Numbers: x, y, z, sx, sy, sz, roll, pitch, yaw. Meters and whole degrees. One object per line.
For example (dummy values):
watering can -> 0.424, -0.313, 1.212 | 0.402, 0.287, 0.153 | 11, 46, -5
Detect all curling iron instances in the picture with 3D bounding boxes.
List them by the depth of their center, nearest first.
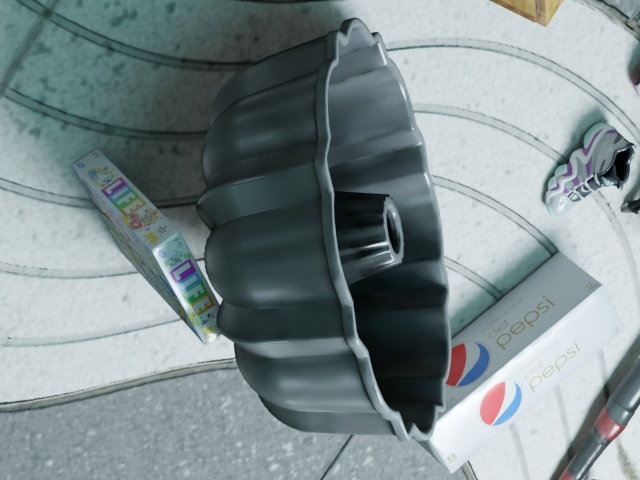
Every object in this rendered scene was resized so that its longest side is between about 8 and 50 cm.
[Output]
curling iron -> 0.300, 0.178, 1.918 | 0.068, 0.035, 0.274 | 13, 109, -41

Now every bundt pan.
bundt pan -> 0.000, 0.000, 1.484 | 0.124, 0.331, 0.331 | -9, 129, 18

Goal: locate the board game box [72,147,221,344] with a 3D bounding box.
board game box -> -0.130, 0.003, 1.473 | 0.026, 0.154, 0.103 | -35, 129, -10

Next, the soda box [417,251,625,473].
soda box -> 0.171, 0.112, 1.774 | 0.216, 0.074, 0.069 | -39, 130, -8

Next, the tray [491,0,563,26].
tray -> 0.238, -0.376, 1.415 | 0.411, 0.076, 0.203 | -60, 166, -11

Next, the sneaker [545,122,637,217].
sneaker -> 0.248, -0.054, 1.733 | 0.038, 0.069, 0.098 | 25, 101, -38

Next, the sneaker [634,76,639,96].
sneaker -> 0.372, -0.133, 1.762 | 0.178, 0.077, 0.072 | 11, 108, -35

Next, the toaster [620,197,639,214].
toaster -> 0.413, -0.024, 1.785 | 0.168, 0.110, 0.185 | -3, 160, -39
